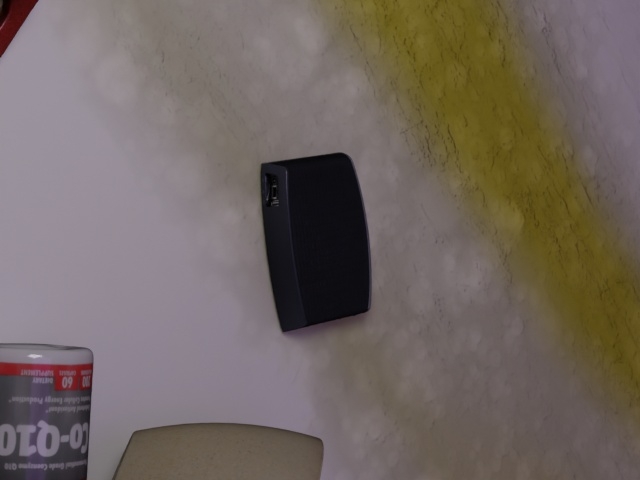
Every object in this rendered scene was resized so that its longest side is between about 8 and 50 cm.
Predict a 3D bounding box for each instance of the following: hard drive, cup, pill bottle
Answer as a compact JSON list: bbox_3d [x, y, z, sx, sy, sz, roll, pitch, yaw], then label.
[{"bbox_3d":[0.000,0.000,1.954,0.172,0.054,0.254,-11,96,-37],"label":"hard drive"},{"bbox_3d":[-0.168,0.371,1.697,0.237,0.331,0.331,23,75,-6],"label":"cup"},{"bbox_3d":[-0.369,0.272,1.611,0.161,0.161,0.283,4,87,-37],"label":"pill bottle"}]

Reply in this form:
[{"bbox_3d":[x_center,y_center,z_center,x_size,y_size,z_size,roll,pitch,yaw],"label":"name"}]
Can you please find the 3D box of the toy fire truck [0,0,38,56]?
[{"bbox_3d":[-0.460,-0.300,1.545,0.302,0.169,0.254,-8,122,-56],"label":"toy fire truck"}]
